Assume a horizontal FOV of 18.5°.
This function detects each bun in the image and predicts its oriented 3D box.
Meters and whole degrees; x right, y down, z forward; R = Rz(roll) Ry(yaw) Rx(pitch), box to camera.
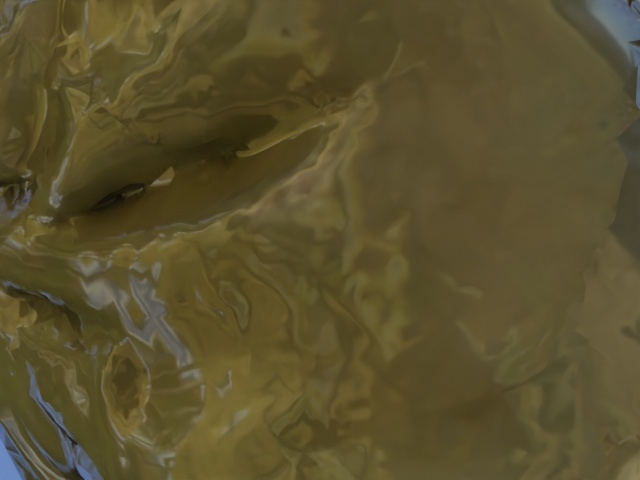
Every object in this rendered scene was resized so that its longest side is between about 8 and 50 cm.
[{"bbox_3d":[0.000,0.000,0.585,0.211,0.360,0.359,-27,-75,3],"label":"bun"}]
